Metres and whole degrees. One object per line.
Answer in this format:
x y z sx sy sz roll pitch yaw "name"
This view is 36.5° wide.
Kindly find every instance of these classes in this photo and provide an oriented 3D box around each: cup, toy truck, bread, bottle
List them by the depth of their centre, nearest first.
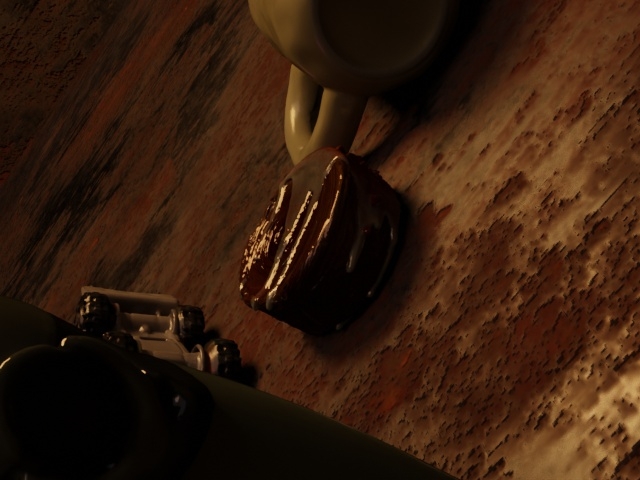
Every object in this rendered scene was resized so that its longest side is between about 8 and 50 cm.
-0.063 0.144 0.477 0.168 0.347 0.169 -40 33 32 "bottle"
0.000 0.000 0.832 0.160 0.073 0.161 -46 27 32 "bread"
0.002 -0.203 0.925 0.255 0.173 0.202 -54 25 9 "cup"
-0.172 0.121 0.953 0.286 0.136 0.111 -145 65 -65 "toy truck"
